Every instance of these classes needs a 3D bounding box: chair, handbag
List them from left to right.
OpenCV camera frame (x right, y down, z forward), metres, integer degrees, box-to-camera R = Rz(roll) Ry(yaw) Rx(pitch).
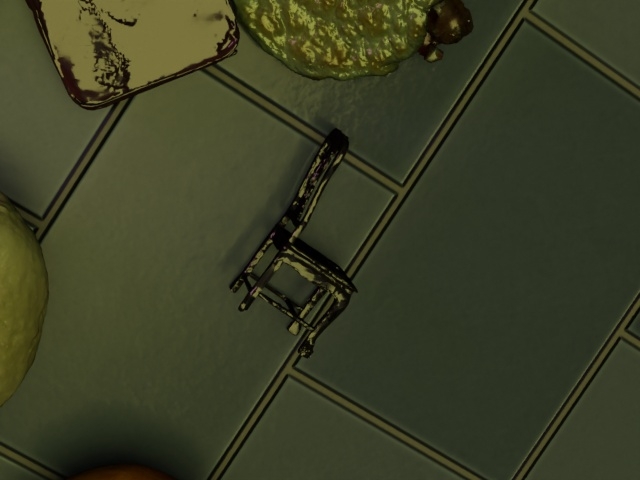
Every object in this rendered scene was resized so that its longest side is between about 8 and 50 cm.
[{"bbox_3d":[-0.210,-0.268,1.701,0.203,0.074,0.216,-25,105,-5],"label":"handbag"},{"bbox_3d":[0.000,0.000,1.792,0.113,0.106,0.229,34,96,-16],"label":"chair"}]

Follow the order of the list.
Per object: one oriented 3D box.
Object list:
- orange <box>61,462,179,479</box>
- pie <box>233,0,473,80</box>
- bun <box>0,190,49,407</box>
[{"bbox_3d":[-0.224,0.379,1.775,0.261,0.261,0.261,-3,104,-11],"label":"orange"},{"bbox_3d":[0.022,-0.307,1.726,0.257,0.105,0.274,-13,106,1],"label":"pie"},{"bbox_3d":[-0.469,0.052,1.645,0.352,0.227,0.349,-35,108,-4],"label":"bun"}]
